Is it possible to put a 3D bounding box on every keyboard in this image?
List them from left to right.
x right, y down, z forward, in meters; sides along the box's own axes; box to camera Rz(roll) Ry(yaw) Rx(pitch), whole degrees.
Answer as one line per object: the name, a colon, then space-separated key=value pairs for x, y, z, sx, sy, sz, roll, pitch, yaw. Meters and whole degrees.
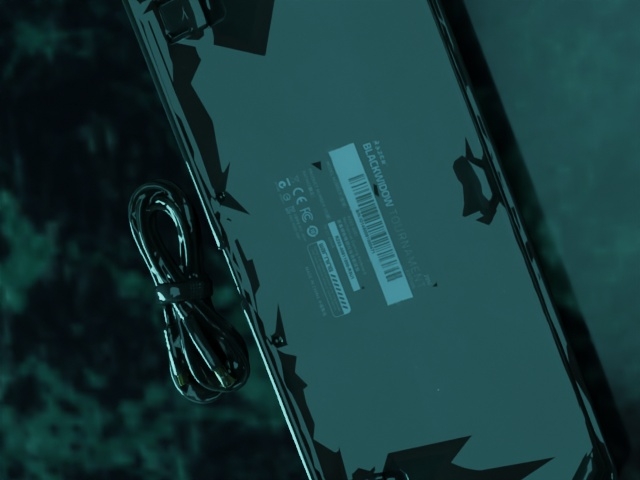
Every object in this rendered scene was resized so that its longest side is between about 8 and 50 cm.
keyboard: x=0.000 y=0.000 z=0.392 sx=0.108 sy=0.023 sz=0.180 roll=-20 pitch=93 yaw=16
